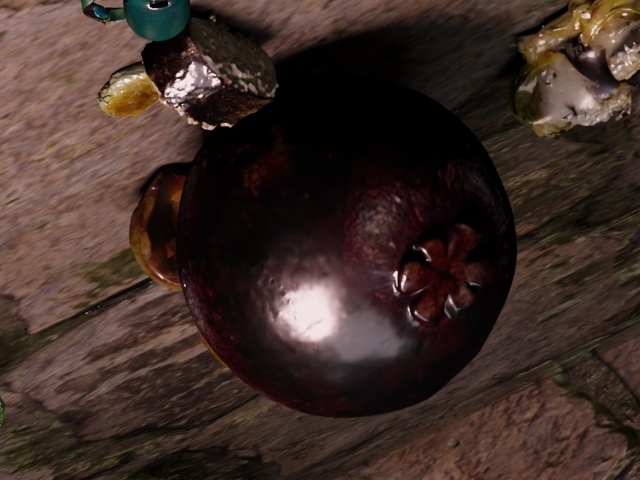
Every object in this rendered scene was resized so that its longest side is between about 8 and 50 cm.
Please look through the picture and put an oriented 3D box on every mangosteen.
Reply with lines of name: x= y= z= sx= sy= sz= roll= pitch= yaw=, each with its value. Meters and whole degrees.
mangosteen: x=0.000 y=0.000 z=1.888 sx=0.382 sy=0.382 sz=0.435 roll=-7 pitch=-167 yaw=-37

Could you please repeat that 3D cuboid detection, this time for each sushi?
sushi: x=0.321 y=-0.212 z=1.968 sx=0.139 sy=0.131 sz=0.291 roll=-7 pitch=162 yaw=-41
sushi: x=-0.108 y=-0.161 z=1.685 sx=0.078 sy=0.090 sz=0.150 roll=-28 pitch=161 yaw=23

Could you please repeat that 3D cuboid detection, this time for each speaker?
speaker: x=-0.163 y=-0.220 z=1.546 sx=0.094 sy=0.060 sz=0.075 roll=13 pitch=156 yaw=2

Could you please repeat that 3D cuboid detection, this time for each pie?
pie: x=-0.181 y=-0.150 z=1.728 sx=0.084 sy=0.020 sz=0.084 roll=-20 pitch=160 yaw=-8

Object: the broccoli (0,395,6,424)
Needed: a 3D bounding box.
broccoli: x=-0.469 y=0.191 z=2.062 sx=0.195 sy=0.195 sz=0.156 roll=-20 pitch=179 yaw=-10
